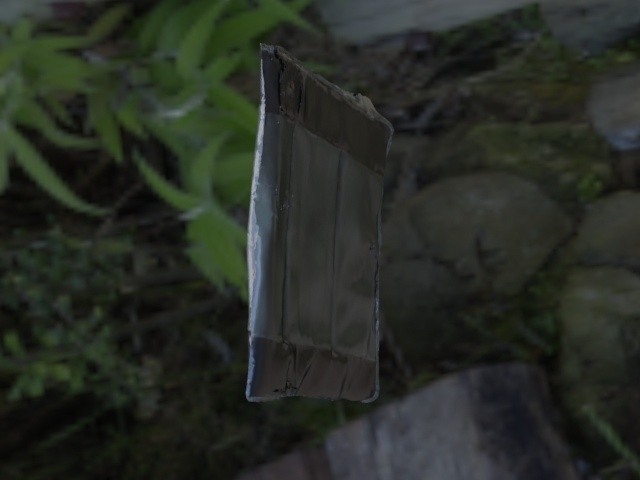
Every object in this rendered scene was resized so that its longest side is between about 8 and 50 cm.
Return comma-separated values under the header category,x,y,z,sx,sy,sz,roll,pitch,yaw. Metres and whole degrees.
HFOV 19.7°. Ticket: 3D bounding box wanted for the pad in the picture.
category,x,y,z,sx,sy,sz,roll,pitch,yaw
pad,-0.001,0.000,0.961,0.022,0.233,0.174,2,87,15
